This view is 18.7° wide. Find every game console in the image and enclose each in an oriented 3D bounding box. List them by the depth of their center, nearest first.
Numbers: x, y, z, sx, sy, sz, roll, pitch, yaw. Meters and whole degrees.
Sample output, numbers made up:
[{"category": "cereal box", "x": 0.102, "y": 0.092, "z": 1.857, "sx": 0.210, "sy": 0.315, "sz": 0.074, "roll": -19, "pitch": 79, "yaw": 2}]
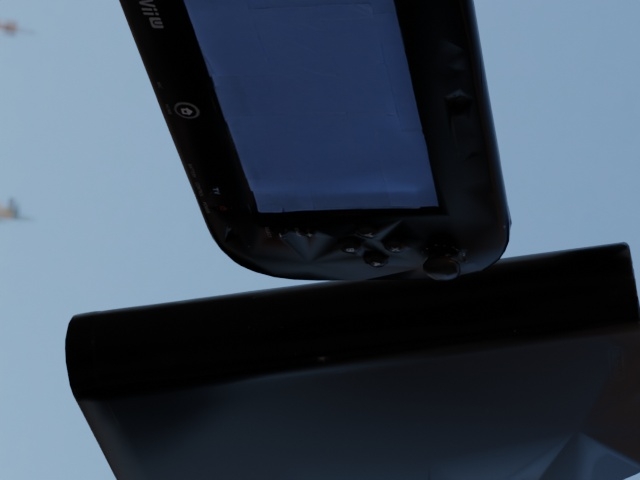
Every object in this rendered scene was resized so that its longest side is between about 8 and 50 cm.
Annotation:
[{"category": "game console", "x": 0.000, "y": 0.000, "z": 0.673, "sx": 0.361, "sy": 0.213, "sz": 0.044, "roll": 73, "pitch": 11, "yaw": -52}]
